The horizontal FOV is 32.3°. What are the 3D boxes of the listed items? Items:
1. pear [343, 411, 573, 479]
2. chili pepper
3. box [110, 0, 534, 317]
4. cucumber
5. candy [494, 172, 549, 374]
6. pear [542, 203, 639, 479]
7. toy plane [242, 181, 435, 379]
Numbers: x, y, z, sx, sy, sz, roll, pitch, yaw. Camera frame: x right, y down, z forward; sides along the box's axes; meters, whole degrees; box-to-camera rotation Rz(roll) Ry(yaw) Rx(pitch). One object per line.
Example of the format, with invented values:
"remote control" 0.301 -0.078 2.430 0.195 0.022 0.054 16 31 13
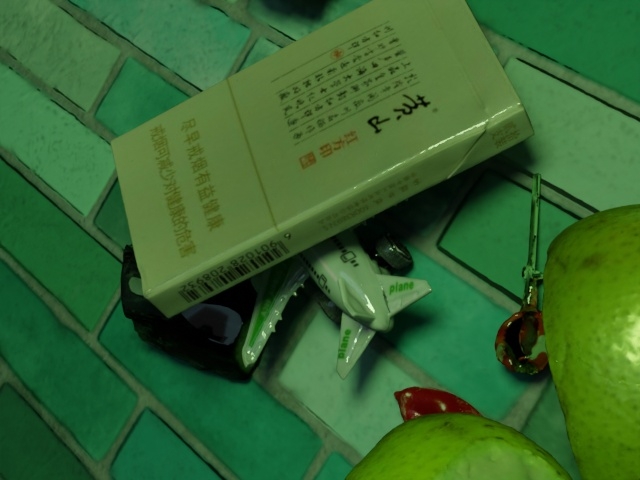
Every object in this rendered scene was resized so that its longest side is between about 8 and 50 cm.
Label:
"pear" 0.123 0.267 0.816 0.176 0.286 0.282 -12 55 -16
"chili pepper" 0.125 0.172 0.940 0.191 0.050 0.059 30 111 43
"box" -0.012 -0.094 1.006 0.365 0.051 0.204 -27 51 9
"cucumber" -0.139 0.066 1.137 0.193 0.086 0.115 24 89 30
"candy" 0.182 0.026 0.956 0.055 0.049 0.184 -3 67 26
"pear" 0.296 0.083 0.810 0.239 0.139 0.288 -16 69 20
"toy plane" 0.003 0.002 1.042 0.251 0.101 0.255 -46 53 15
